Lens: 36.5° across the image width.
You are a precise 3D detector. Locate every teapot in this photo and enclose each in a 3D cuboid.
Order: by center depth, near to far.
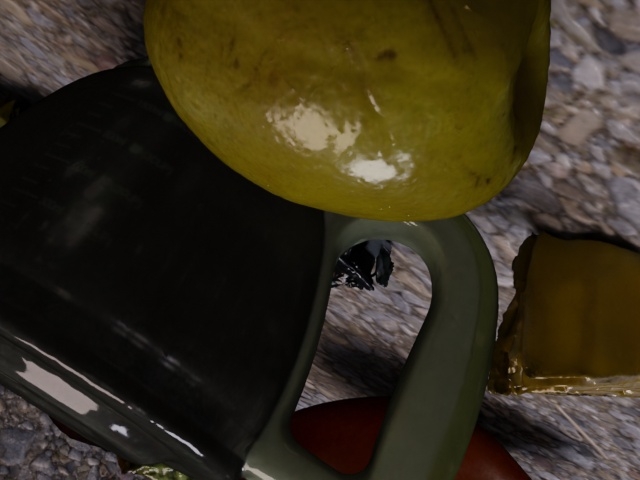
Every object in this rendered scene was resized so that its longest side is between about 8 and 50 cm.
[{"bbox_3d":[-0.066,0.009,0.562,0.321,0.239,0.239,19,158,35],"label":"teapot"}]

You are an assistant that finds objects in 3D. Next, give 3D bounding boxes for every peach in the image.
[{"bbox_3d":[0.062,0.253,0.981,0.361,0.201,0.258,-14,154,18],"label":"peach"}]

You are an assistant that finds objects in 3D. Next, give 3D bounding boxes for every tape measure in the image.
[{"bbox_3d":[-0.002,-0.001,0.711,0.094,0.054,0.091,8,150,29],"label":"tape measure"}]

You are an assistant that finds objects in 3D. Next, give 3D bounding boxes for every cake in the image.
[{"bbox_3d":[0.191,0.074,0.574,0.185,0.116,0.079,37,156,-9],"label":"cake"}]

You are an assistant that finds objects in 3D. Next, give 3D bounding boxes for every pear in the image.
[{"bbox_3d":[0.013,-0.083,0.385,0.162,0.149,0.149,22,158,18],"label":"pear"}]

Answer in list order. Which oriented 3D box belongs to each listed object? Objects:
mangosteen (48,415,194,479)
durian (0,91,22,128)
[{"bbox_3d":[-0.154,0.145,0.931,0.231,0.231,0.289,5,106,46],"label":"mangosteen"},{"bbox_3d":[-0.292,-0.032,0.843,0.306,0.166,0.172,28,159,28],"label":"durian"}]
